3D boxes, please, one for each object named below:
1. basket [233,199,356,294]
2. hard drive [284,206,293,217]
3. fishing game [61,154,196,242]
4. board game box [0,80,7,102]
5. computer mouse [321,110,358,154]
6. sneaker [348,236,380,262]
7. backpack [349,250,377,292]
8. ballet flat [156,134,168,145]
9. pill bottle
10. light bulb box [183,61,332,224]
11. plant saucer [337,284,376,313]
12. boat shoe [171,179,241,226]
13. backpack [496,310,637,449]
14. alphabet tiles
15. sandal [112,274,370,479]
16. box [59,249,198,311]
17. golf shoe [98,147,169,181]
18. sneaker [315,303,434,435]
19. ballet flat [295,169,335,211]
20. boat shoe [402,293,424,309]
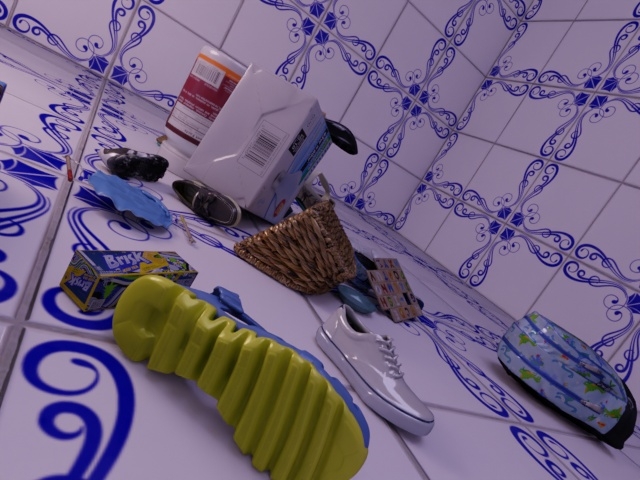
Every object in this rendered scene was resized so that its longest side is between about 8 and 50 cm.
[{"bbox_3d":[-0.045,0.040,1.069,0.214,0.222,0.299,63,10,-5],"label":"basket"},{"bbox_3d":[-0.211,-0.170,1.656,0.171,0.054,0.255,26,12,-26],"label":"hard drive"},{"bbox_3d":[-0.382,-0.077,0.838,0.264,0.041,0.189,32,8,-42],"label":"fishing game"},{"bbox_3d":[-0.554,-0.164,0.492,0.231,0.141,0.291,23,14,-34],"label":"board game box"},{"bbox_3d":[0.031,-0.385,1.369,0.261,0.060,0.184,34,-3,-1],"label":"computer mouse"},{"bbox_3d":[0.124,0.047,1.545,0.115,0.091,0.232,15,9,-35],"label":"sneaker"},{"bbox_3d":[0.126,0.097,1.273,0.114,0.084,0.105,38,14,-20],"label":"backpack"},{"bbox_3d":[-0.477,-0.375,1.679,0.342,0.124,0.116,22,14,-38],"label":"ballet flat"},{"bbox_3d":[-0.365,-0.395,1.361,0.223,0.393,0.224,30,12,-7],"label":"pill bottle"},{"bbox_3d":[-0.164,-0.265,1.277,0.225,0.358,0.361,33,1,10],"label":"light bulb box"},{"bbox_3d":[0.089,0.157,1.088,0.119,0.021,0.119,30,10,-6],"label":"plant saucer"},{"bbox_3d":[-0.296,-0.096,1.062,0.223,0.080,0.073,31,15,30],"label":"boat shoe"},{"bbox_3d":[0.699,0.378,1.227,0.355,0.274,0.290,20,16,12],"label":"backpack"},{"bbox_3d":[0.214,0.140,1.232,0.237,0.009,0.199,5,58,-55],"label":"alphabet tiles"},{"bbox_3d":[-0.077,0.140,0.480,0.317,0.126,0.138,35,8,16],"label":"sandal"},{"bbox_3d":[-0.252,0.051,0.569,0.059,0.054,0.169,35,11,21],"label":"box"},{"bbox_3d":[-0.470,-0.204,1.065,0.093,0.077,0.198,33,10,12],"label":"golf shoe"},{"bbox_3d":[0.092,0.204,0.698,0.258,0.091,0.094,38,13,35],"label":"sneaker"},{"bbox_3d":[-0.074,-0.226,1.677,0.164,0.182,0.482,52,7,34],"label":"ballet flat"},{"bbox_3d":[0.252,0.174,1.355,0.183,0.066,0.066,37,3,-25],"label":"boat shoe"}]
